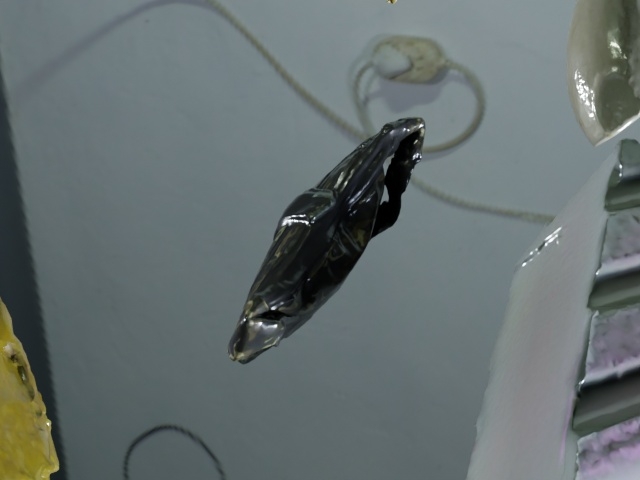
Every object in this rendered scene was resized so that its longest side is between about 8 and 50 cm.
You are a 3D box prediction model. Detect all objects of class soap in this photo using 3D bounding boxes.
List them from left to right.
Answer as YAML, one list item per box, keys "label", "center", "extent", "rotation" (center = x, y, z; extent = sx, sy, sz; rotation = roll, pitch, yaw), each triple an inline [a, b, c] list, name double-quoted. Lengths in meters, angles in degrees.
- label: "soap"
  center: [0.177, 0.080, 0.879]
  extent: [0.258, 0.302, 0.159]
  rotation: [62, 140, 21]

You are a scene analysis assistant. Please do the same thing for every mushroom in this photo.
- label: "mushroom"
  center: [0.358, -0.258, 1.444]
  extent: [0.128, 0.350, 0.128]
  rotation: [1, 145, 1]

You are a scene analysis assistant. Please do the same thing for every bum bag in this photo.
- label: "bum bag"
  center: [-0.001, 0.000, 0.856]
  extent: [0.069, 0.248, 0.102]
  rotation: [46, 145, -8]

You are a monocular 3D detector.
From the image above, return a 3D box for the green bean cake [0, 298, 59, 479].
- label: "green bean cake"
  center: [-0.273, 0.083, 0.647]
  extent: [0.131, 0.229, 0.224]
  rotation: [-31, 74, 16]

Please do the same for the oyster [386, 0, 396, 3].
- label: "oyster"
  center: [0.131, -0.432, 1.710]
  extent: [0.146, 0.045, 0.122]
  rotation: [-34, 85, 22]
